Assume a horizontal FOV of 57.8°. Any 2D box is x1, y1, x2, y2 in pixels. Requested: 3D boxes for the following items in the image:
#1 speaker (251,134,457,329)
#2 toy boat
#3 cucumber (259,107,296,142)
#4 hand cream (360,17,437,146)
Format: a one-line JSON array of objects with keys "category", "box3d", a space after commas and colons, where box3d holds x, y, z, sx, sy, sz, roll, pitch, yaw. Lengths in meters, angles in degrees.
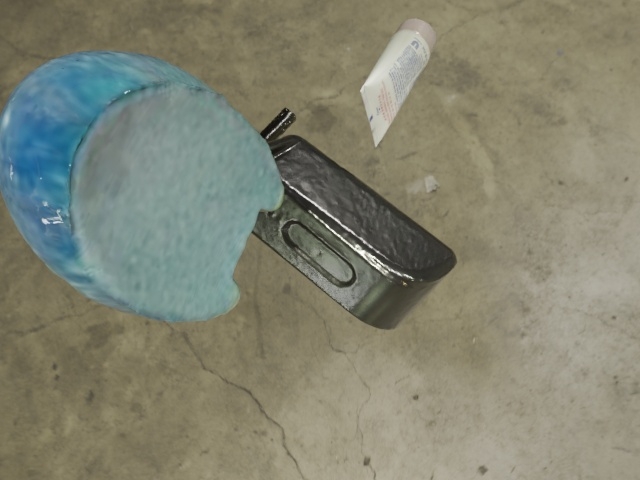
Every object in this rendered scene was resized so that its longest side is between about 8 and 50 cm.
[{"category": "speaker", "box3d": [0.000, 0.000, 0.916, 0.388, 0.180, 0.184, 37, 35, 3]}, {"category": "toy boat", "box3d": [-0.158, -0.045, 0.537, 0.123, 0.330, 0.215, 23, 86, 24]}, {"category": "cucumber", "box3d": [-0.120, -0.224, 1.272, 0.043, 0.039, 0.163, 43, 88, -4]}, {"category": "hand cream", "box3d": [0.138, -0.303, 1.082, 0.083, 0.133, 0.248, 13, 56, 30]}]
